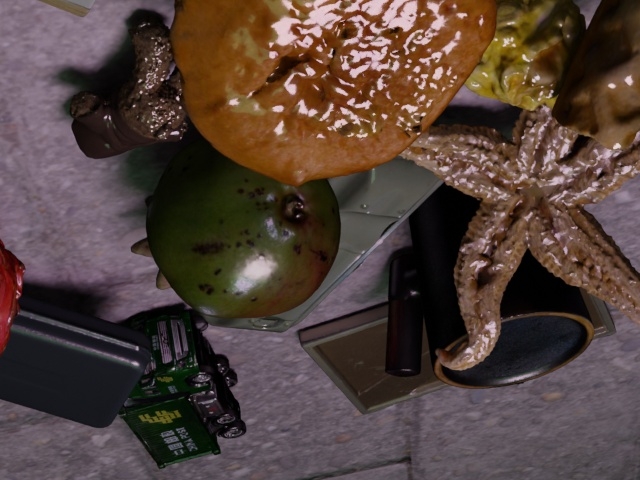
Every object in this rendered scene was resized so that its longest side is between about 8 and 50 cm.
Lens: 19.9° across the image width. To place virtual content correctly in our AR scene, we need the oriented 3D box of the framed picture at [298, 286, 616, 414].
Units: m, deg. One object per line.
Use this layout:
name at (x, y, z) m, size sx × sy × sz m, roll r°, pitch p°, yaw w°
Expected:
framed picture at (0.168, 0.108, 2.143) m, size 0.335 × 0.022 × 0.247 m, roll -19°, pitch 151°, yaw 10°

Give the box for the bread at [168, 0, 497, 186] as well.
bread at (-0.001, -0.171, 1.404) m, size 0.268 × 0.146 × 0.268 m, roll -7°, pitch 132°, yaw -8°

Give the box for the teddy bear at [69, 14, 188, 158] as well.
teddy bear at (-0.151, -0.114, 1.559) m, size 0.119 × 0.078 × 0.160 m, roll 8°, pitch 144°, yaw -40°

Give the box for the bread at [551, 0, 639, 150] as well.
bread at (0.273, -0.187, 1.505) m, size 0.088 × 0.128 × 0.232 m, roll 31°, pitch 98°, yaw -7°

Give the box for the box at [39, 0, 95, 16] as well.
box at (-0.245, -0.265, 1.224) m, size 0.270 × 0.045 × 0.211 m, roll 18°, pitch 141°, yaw -19°

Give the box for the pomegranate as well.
pomegranate at (-0.087, -0.008, 1.691) m, size 0.181 × 0.182 × 0.224 m, roll 6°, pitch 166°, yaw -30°

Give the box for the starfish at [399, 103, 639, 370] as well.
starfish at (0.201, -0.046, 1.705) m, size 0.327 × 0.094 × 0.375 m, roll 18°, pitch 101°, yaw -5°

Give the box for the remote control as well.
remote control at (0.000, 0.000, 1.837) m, size 0.128 × 0.066 × 0.335 m, roll 9°, pitch 144°, yaw -30°

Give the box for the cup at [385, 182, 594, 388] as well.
cup at (0.143, 0.050, 1.867) m, size 0.239 × 0.177 × 0.166 m, roll -23°, pitch 151°, yaw 17°

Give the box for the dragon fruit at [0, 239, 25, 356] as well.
dragon fruit at (-0.366, 0.049, 1.673) m, size 0.172 × 0.172 × 0.209 m, roll -29°, pitch 147°, yaw 27°

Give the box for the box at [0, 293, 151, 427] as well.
box at (-0.300, 0.115, 1.868) m, size 0.230 × 0.050 × 0.160 m, roll 18°, pitch 143°, yaw -14°

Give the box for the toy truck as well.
toy truck at (-0.161, 0.166, 2.047) m, size 0.121 × 0.088 × 0.259 m, roll -14°, pitch 153°, yaw 3°

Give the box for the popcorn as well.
popcorn at (0.177, -0.169, 1.565) m, size 0.120 × 0.116 × 0.106 m, roll 37°, pitch 128°, yaw -2°
